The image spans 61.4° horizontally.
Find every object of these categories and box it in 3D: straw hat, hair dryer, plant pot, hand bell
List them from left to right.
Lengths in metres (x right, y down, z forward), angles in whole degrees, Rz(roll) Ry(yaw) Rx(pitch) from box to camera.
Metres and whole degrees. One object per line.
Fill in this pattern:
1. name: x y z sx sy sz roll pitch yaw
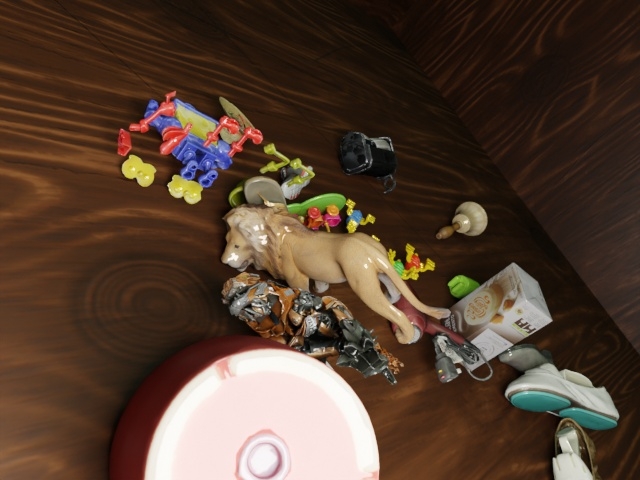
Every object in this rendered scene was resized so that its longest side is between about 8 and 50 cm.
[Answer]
1. straw hat: -0.202 -0.255 1.233 0.144 0.061 0.144 48 13 -15
2. plant pot: -0.075 0.216 0.539 0.274 0.243 0.275 5 72 -16
3. hair dryer: 0.250 0.212 1.243 0.223 0.080 0.294 14 36 -50
4. hand bell: 0.459 -0.047 1.839 0.242 0.126 0.126 -21 71 -46

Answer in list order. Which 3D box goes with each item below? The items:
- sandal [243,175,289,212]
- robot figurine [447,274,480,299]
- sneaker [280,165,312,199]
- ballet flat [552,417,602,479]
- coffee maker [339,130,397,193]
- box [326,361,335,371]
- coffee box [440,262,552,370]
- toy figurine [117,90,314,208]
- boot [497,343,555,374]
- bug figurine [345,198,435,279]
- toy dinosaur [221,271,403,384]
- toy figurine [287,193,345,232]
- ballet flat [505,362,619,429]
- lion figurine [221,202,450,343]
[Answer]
1. sandal: -0.093 -0.050 1.053 0.049 0.072 0.180 -120 -171 -51
2. robot figurine: 0.423 0.141 1.572 0.115 0.067 0.101 21 30 -39
3. sneaker: -0.073 -0.146 1.296 0.064 0.061 0.158 23 27 11
4. ballet flat: 0.600 0.532 1.275 0.124 0.116 0.342 63 28 -3
5. coffee maker: 0.154 -0.238 1.621 0.178 0.120 0.171 -8 61 -55
6. box: -0.053 0.216 0.854 0.137 0.072 0.126 50 29 5
7. coffee box: 0.423 0.191 1.329 0.098 0.246 0.141 35 31 -18
8. toy figurine: -0.209 -0.203 1.049 0.362 0.191 0.217 21 34 -40
9. boot: 0.606 0.385 1.516 0.246 0.083 0.161 17 51 -35
10. bug figurine: 0.148 0.019 1.339 0.279 0.072 0.216 38 24 3
11. toy dinosaur: 0.009 0.142 0.815 0.321 0.165 0.218 5 29 -23
12. toy figurine: 0.000 0.000 1.164 0.173 0.130 0.159 -7 67 -30
13. ballet flat: 0.630 0.399 1.430 0.400 0.139 0.139 22 37 -24
14. lion figurine: 0.015 0.037 0.937 0.142 0.391 0.240 -57 135 -39
